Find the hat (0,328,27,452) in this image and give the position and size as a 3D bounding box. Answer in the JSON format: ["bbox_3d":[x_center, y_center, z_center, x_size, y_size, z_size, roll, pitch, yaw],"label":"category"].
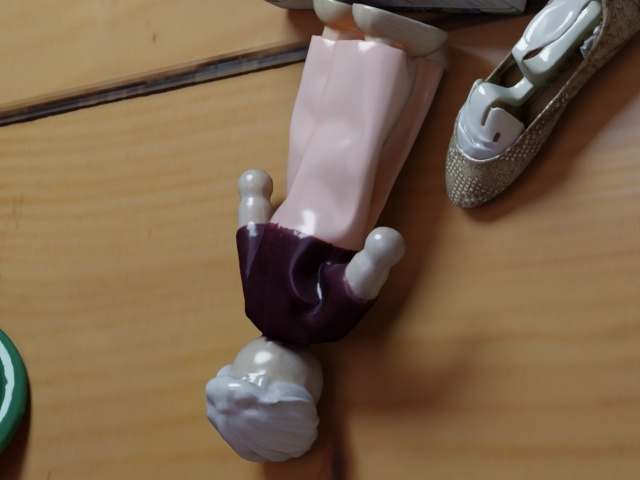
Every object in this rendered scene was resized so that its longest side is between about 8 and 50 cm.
[{"bbox_3d":[-0.351,0.180,1.673,0.209,0.183,0.173,-25,64,-15],"label":"hat"}]

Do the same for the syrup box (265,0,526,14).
[{"bbox_3d":[0.038,-0.227,1.416,0.237,0.096,0.093,7,81,40],"label":"syrup box"}]

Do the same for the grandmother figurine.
[{"bbox_3d":[0.000,0.000,1.397,0.208,0.104,0.342,26,99,67],"label":"grandmother figurine"}]

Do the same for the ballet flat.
[{"bbox_3d":[0.141,-0.111,1.324,0.206,0.067,0.073,-53,53,16],"label":"ballet flat"}]
